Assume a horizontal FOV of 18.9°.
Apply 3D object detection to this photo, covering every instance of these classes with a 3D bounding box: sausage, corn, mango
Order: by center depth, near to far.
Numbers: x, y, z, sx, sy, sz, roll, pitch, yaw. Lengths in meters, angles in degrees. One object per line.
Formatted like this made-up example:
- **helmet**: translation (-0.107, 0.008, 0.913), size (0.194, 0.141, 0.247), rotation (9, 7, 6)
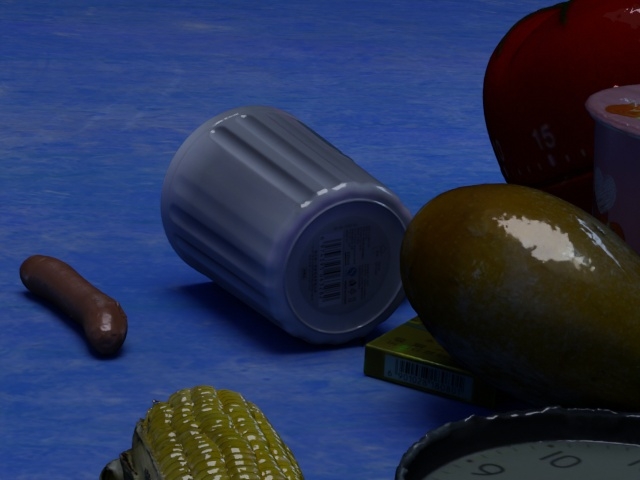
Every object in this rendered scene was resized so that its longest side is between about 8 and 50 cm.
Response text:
- **corn**: translation (-0.059, 0.181, 1.151), size (0.123, 0.122, 0.305), rotation (-26, 18, -2)
- **mango**: translation (0.203, 0.066, 1.444), size (0.316, 0.146, 0.193), rotation (29, -9, 14)
- **sausage**: translation (-0.207, 0.051, 1.633), size (0.043, 0.043, 0.186), rotation (-6, 20, -29)

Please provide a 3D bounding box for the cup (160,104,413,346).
- **cup**: translation (-0.001, -0.014, 1.686), size (0.221, 0.167, 0.202), rotation (-7, 23, -27)

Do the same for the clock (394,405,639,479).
- **clock**: translation (0.194, 0.191, 1.244), size (0.312, 0.061, 0.312), rotation (3, 18, -1)

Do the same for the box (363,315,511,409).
- **box**: translation (0.135, 0.087, 1.614), size (0.121, 0.030, 0.193), rotation (14, 21, 28)

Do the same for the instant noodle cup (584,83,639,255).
- **instant noodle cup**: translation (0.325, 0.005, 1.581), size (0.243, 0.231, 0.243), rotation (4, 17, -1)

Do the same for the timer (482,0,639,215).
- **timer**: translation (0.351, -0.136, 1.866), size (0.378, 0.279, 0.378), rotation (-25, 3, 2)
